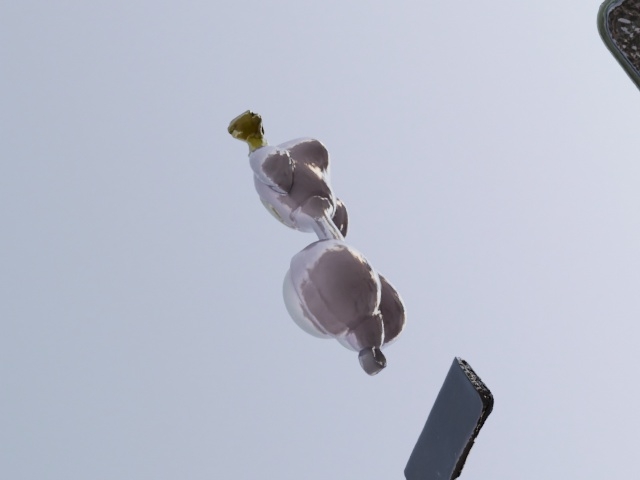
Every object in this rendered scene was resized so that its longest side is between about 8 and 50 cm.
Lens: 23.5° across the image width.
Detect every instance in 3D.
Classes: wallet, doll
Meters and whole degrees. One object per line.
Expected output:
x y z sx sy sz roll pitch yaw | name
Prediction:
0.130 0.202 1.586 0.018 0.082 0.157 5 -63 -31 | wallet
0.001 0.000 1.604 0.160 0.094 0.365 43 -161 -44 | doll

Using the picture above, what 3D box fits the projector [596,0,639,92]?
0.585 -0.345 2.275 0.248 0.248 0.249 50 -140 -7 | projector
